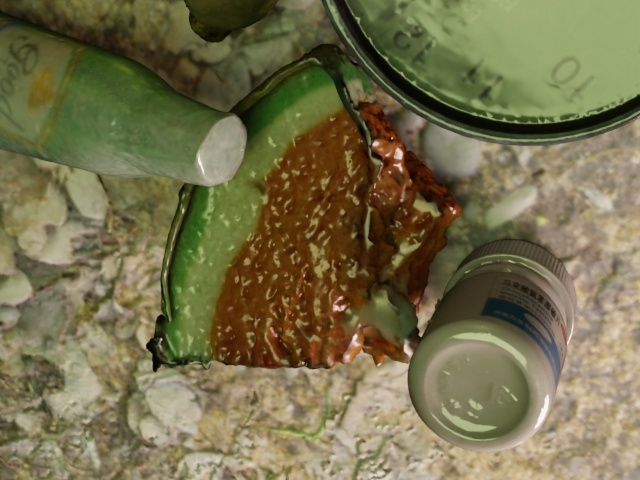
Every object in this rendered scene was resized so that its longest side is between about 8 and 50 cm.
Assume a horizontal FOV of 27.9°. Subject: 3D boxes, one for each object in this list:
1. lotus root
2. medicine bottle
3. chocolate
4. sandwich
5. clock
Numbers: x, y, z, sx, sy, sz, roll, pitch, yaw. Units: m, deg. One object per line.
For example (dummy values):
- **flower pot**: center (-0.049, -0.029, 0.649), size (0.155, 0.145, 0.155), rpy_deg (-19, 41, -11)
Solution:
- **lotus root**: center (-0.060, -0.207, 0.924), size (0.077, 0.090, 0.183), rpy_deg (63, 153, 27)
- **medicine bottle**: center (0.130, 0.074, 0.944), size (0.105, 0.168, 0.105), rpy_deg (6, 112, 15)
- **chocolate**: center (-0.179, -0.101, 0.958), size (0.291, 0.110, 0.110), rpy_deg (20, 118, 34)
- **sandwich**: center (-0.006, -0.013, 0.980), size (0.212, 0.109, 0.292), rpy_deg (18, 114, 16)
- **clock**: center (0.143, -0.219, 0.882), size (0.319, 0.066, 0.318), rpy_deg (7, 114, 15)
